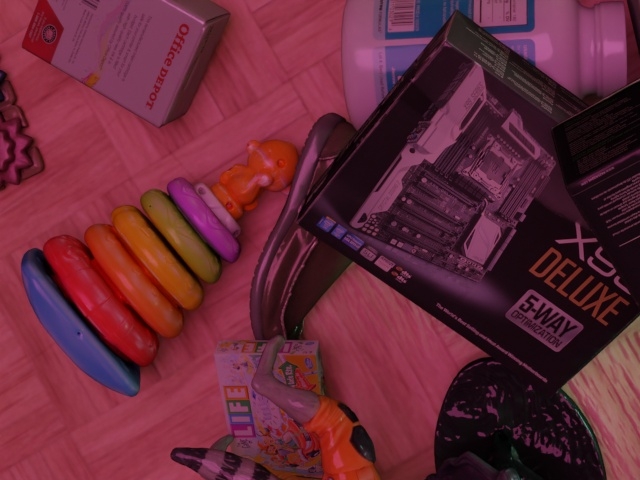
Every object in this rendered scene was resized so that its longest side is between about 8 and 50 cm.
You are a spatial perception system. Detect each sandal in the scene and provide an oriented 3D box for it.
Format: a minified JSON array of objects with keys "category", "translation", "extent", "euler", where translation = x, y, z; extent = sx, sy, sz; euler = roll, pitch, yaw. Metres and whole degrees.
[{"category":"sandal","translation":[0.206,0.336,1.395],"extent":[0.167,0.107,0.446],"euler":[-7,90,11]}]

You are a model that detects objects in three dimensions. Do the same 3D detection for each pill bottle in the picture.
[{"category":"pill bottle","translation":[0.159,-0.177,1.371],"extent":[0.264,0.146,0.146],"euler":[-1,91,11]}]

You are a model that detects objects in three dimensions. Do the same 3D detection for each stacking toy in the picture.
[{"category":"stacking toy","translation":[-0.144,-0.001,1.444],"extent":[0.302,0.166,0.175],"euler":[-40,100,-2]}]

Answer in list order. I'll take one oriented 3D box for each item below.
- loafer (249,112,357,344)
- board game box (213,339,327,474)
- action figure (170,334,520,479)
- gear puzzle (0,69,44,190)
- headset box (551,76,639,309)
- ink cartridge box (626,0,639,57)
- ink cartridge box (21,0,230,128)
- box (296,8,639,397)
[{"category":"loafer","translation":[0.000,0.000,1.432],"extent":[0.087,0.094,0.251],"euler":[20,95,14]},{"category":"board game box","translation":[-0.045,0.170,1.442],"extent":[0.103,0.026,0.154],"euler":[-1,122,11]},{"category":"action figure","translation":[0.011,0.297,1.349],"extent":[0.330,0.178,0.341],"euler":[43,125,14]},{"category":"gear puzzle","translation":[-0.479,-0.088,1.545],"extent":[0.339,0.044,0.175],"euler":[-23,87,10]},{"category":"headset box","translation":[0.367,-0.017,1.169],"extent":[0.246,0.131,0.283],"euler":[-30,111,17]},{"category":"ink cartridge box","translation":[0.430,-0.193,1.294],"extent":[0.270,0.198,0.197],"euler":[-13,89,10]},{"category":"ink cartridge box","translation":[-0.199,-0.215,1.461],"extent":[0.175,0.072,0.127],"euler":[31,113,8]},{"category":"box","translation":[0.172,-0.027,1.324],"extent":[0.307,0.076,0.242],"euler":[35,123,-9]}]
